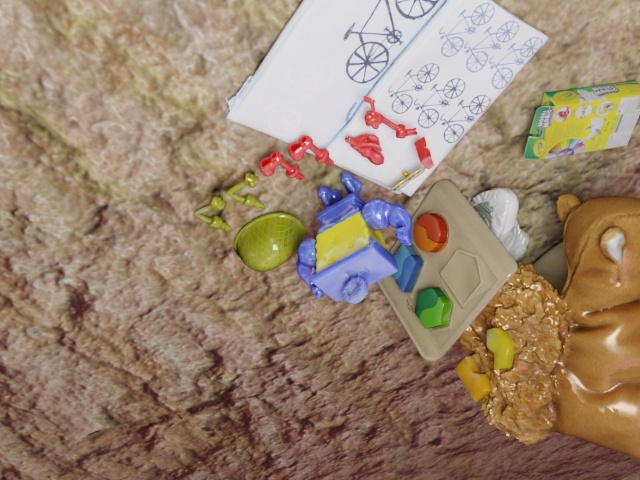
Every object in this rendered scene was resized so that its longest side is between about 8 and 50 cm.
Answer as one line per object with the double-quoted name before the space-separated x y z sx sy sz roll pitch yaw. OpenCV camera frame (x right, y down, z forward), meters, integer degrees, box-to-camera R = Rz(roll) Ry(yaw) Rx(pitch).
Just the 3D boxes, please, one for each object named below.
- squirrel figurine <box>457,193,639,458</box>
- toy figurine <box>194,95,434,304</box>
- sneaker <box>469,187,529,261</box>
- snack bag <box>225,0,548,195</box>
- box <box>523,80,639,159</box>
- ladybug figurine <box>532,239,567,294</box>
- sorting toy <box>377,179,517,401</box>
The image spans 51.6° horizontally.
"squirrel figurine" 0.401 0.122 1.033 0.397 0.281 0.370 -9 115 6
"toy figurine" 0.000 0.000 0.932 0.363 0.217 0.191 -28 139 23
"sneaker" 0.314 -0.014 1.156 0.115 0.090 0.232 -15 145 -13
"snack bag" 0.091 -0.224 0.900 0.343 0.037 0.323 20 125 -33
"box" 0.405 -0.185 1.034 0.179 0.043 0.105 -10 136 -11
"ladybug figurine" 0.517 0.167 1.334 0.305 0.161 0.449 -5 135 -13
"sorting toy" 0.204 0.082 1.046 0.041 0.307 0.229 5 132 -37
